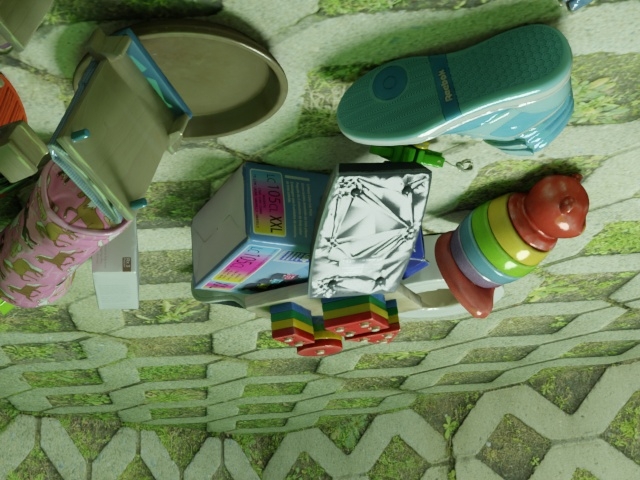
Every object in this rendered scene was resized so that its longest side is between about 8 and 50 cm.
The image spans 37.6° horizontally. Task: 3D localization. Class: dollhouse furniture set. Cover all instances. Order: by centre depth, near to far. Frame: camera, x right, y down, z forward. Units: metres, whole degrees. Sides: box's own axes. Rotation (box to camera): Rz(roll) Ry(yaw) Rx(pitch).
[{"bbox_3d":[-0.322,-0.114,1.041,0.198,0.286,0.303,-15,132,27],"label":"dollhouse furniture set"}]

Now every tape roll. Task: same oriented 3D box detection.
[{"bbox_3d":[0.242,0.079,1.985,0.286,0.100,0.286,-3,159,-1],"label":"tape roll"}]

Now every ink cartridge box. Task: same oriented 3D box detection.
[{"bbox_3d":[0.000,0.000,1.672,0.396,0.151,0.270,5,158,-26],"label":"ink cartridge box"}]

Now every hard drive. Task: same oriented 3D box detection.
[{"bbox_3d":[0.068,-0.017,1.471,0.172,0.054,0.254,-3,133,-18],"label":"hard drive"}]

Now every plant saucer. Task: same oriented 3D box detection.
[{"bbox_3d":[-0.181,-0.209,1.231,0.278,0.041,0.278,-3,160,-1],"label":"plant saucer"}]

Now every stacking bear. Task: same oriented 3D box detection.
[{"bbox_3d":[0.358,-0.014,1.685,0.164,0.175,0.289,46,130,-6],"label":"stacking bear"}]

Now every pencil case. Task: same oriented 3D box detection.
[{"bbox_3d":[-0.425,-0.015,1.529,0.160,0.167,0.386,13,154,-27],"label":"pencil case"}]

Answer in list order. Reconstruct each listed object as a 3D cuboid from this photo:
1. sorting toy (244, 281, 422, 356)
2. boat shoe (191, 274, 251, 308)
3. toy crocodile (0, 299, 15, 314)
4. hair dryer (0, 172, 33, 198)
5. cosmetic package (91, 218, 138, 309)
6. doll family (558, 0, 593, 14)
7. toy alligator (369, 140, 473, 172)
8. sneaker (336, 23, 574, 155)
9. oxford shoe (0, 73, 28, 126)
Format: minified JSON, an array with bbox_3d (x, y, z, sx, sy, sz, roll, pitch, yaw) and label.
[{"bbox_3d":[0.033,0.145,1.723,0.257,0.089,0.255,-14,160,20],"label":"sorting toy"},{"bbox_3d":[-0.139,0.089,1.901,0.091,0.114,0.302,8,180,-44],"label":"boat shoe"},{"bbox_3d":[-0.673,0.064,1.804,0.115,0.105,0.340,-47,154,-3],"label":"toy crocodile"},{"bbox_3d":[-0.586,-0.047,1.539,0.224,0.080,0.293,1,159,-15],"label":"hair dryer"},{"bbox_3d":[-0.384,0.045,1.767,0.086,0.117,0.231,-2,158,-9],"label":"cosmetic package"},{"bbox_3d":[0.279,-0.311,1.001,0.111,0.076,0.193,-25,156,36],"label":"doll family"},{"bbox_3d":[0.152,-0.134,1.478,0.190,0.056,0.051,6,-161,-28],"label":"toy alligator"},{"bbox_3d":[0.197,-0.168,1.286,0.319,0.127,0.208,-11,157,21],"label":"sneaker"},{"bbox_3d":[-0.474,-0.188,1.200,0.098,0.097,0.271,10,161,22],"label":"oxford shoe"}]
